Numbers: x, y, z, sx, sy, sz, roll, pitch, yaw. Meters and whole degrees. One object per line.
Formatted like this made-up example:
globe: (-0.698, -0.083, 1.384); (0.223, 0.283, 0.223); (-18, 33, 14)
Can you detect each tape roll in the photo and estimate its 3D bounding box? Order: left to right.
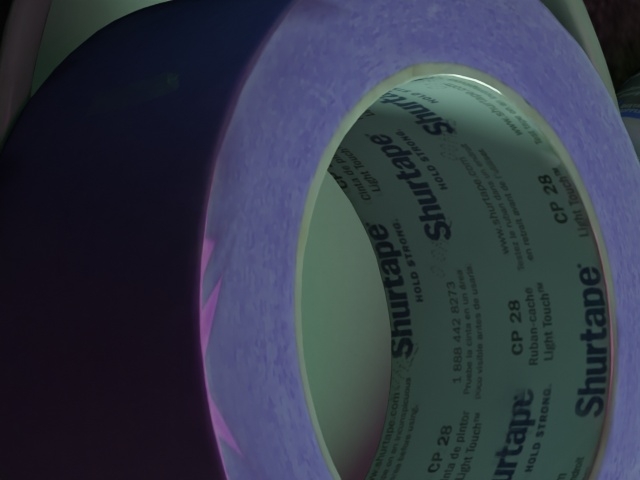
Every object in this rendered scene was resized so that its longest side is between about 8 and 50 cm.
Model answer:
tape roll: (0.008, 0.024, 0.470); (0.189, 0.080, 0.189); (8, 79, -49)

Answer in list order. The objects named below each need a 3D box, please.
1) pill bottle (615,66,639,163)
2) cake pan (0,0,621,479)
pill bottle: (0.152, -0.041, 0.725); (0.137, 0.078, 0.078); (-42, 116, -43)
cake pan: (0.000, 0.000, 0.565); (0.293, 0.054, 0.293); (8, 79, -48)
